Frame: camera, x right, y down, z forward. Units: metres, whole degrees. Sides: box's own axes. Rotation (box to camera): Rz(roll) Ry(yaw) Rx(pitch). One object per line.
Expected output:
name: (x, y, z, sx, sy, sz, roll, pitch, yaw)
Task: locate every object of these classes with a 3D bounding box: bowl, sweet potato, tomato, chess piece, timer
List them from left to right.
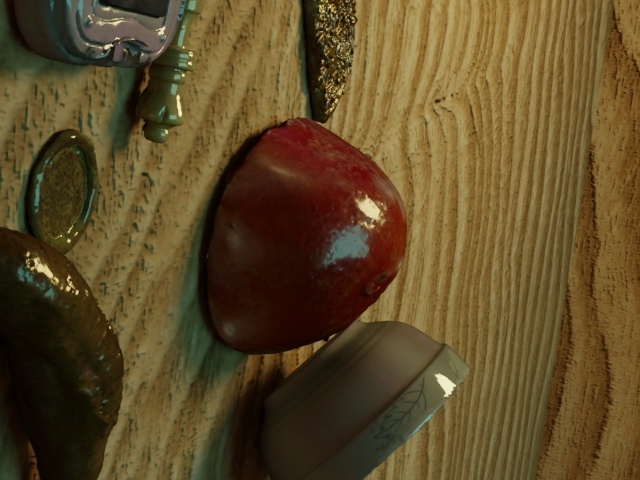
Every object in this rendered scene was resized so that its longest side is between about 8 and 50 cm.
sweet potato: (-0.225, 0.100, 1.205, 0.114, 0.092, 0.341, -35, 139, -25)
timer: (-0.171, -0.240, 1.179, 0.208, 0.069, 0.190, -14, 117, -68)
chess piece: (-0.139, -0.176, 1.319, 0.060, 0.060, 0.172, -4, 108, -68)
tomato: (0.006, 0.002, 1.621, 0.309, 0.170, 0.308, 11, 90, -71)
bowl: (0.033, 0.200, 1.746, 0.287, 0.143, 0.287, -40, 178, -1)

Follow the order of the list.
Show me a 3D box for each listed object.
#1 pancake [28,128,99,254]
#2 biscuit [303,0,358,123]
pancake: (-0.222, -0.042, 1.235, 0.115, 0.011, 0.114, 14, 90, -71)
biscuit: (0.016, -0.252, 1.709, 0.126, 0.025, 0.206, -56, 150, -45)
